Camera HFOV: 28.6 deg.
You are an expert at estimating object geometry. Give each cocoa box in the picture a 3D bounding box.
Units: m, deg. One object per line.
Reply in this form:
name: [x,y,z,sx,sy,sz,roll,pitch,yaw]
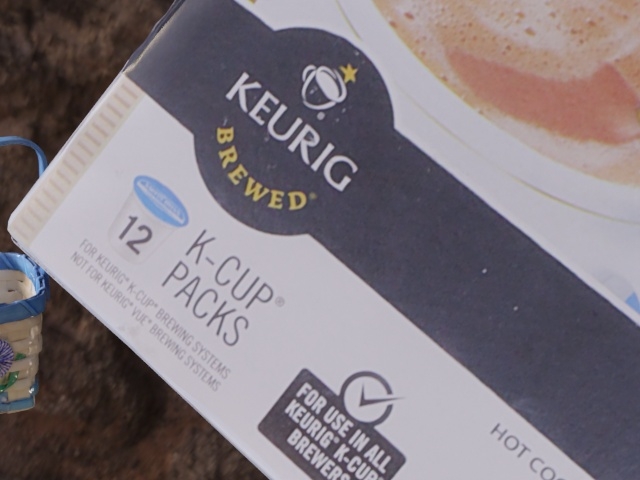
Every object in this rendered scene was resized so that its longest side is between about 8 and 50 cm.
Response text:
cocoa box: [0.129,0.023,0.412,0.347,0.228,0.231,41,-173,15]

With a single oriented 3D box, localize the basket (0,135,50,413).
basket: [-0.398,0.045,1.302,0.254,0.201,0.289,-10,-75,-20]
